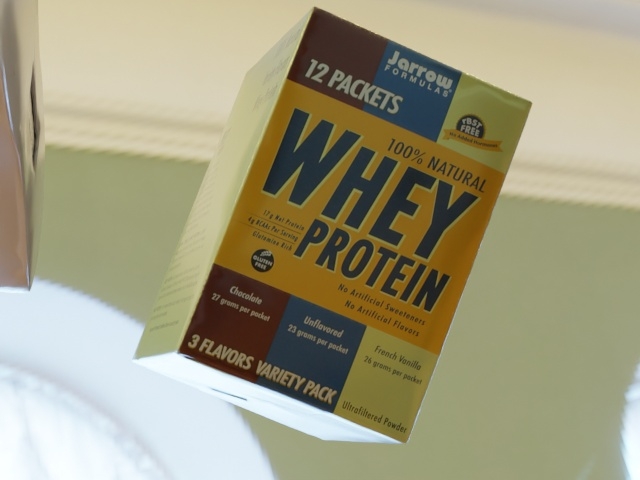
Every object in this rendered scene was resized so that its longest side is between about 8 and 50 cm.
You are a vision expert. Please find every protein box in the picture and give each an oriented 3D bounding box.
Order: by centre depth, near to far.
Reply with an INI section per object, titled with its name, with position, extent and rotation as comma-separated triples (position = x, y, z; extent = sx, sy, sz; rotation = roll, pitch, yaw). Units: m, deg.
[protein box]
position = 0.000, 0.000, 1.054
extent = 0.136, 0.201, 0.200
rotation = 23, -10, -10

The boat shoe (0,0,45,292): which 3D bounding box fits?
[boat shoe]
position = -0.152, -0.072, 0.682
extent = 0.088, 0.096, 0.267
rotation = 3, -30, -4
